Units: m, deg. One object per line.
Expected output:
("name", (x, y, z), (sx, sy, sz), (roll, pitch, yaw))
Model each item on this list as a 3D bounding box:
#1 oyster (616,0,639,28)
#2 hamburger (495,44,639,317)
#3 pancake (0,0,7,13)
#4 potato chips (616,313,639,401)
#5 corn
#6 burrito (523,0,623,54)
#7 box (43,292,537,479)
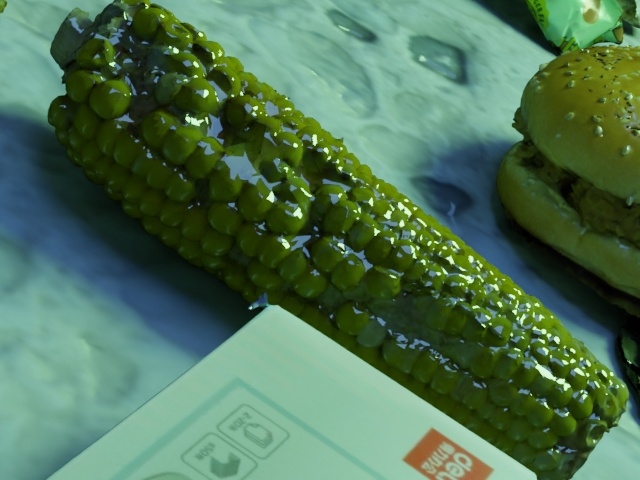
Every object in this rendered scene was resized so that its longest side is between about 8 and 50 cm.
("oyster", (0.217, -0.236, 1.235), (0.103, 0.051, 0.148), (12, 53, -33))
("hamburger", (0.201, -0.047, 0.904), (0.182, 0.118, 0.191), (23, 26, -3))
("pancake", (-0.213, -0.144, 0.787), (0.108, 0.017, 0.108), (19, 38, -16))
("potato chips", (0.269, 0.106, 0.855), (0.220, 0.029, 0.202), (43, 35, 21))
("corn", (0.000, 0.000, 0.708), (0.320, 0.097, 0.097), (37, 33, 3))
("burrito", (0.125, -0.246, 1.104), (0.288, 0.054, 0.104), (55, 40, -9))
("box", (-0.039, 0.126, 0.510), (0.135, 0.079, 0.269), (33, 32, 14))
